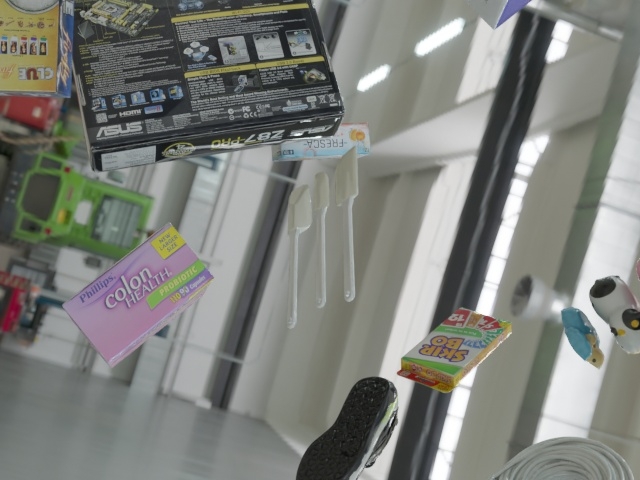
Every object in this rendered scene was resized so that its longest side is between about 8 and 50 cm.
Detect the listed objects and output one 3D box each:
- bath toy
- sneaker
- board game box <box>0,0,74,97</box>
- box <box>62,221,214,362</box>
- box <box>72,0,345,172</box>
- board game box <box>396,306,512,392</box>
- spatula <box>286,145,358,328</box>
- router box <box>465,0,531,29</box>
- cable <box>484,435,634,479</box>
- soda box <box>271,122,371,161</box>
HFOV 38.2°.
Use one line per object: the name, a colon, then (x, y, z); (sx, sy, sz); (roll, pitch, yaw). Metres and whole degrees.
bath toy: (0.585, 0.080, 1.609); (0.348, 0.129, 0.151); (-41, -115, 15)
sneaker: (0.054, 0.290, 1.267); (0.235, 0.084, 0.097); (-48, 132, -39)
board game box: (-0.390, -0.242, 0.999); (0.042, 0.243, 0.165); (-17, 110, -83)
box: (-0.304, 0.099, 1.549); (0.213, 0.117, 0.243); (-39, 179, -16)
box: (-0.190, -0.291, 1.447); (0.097, 0.394, 0.318); (120, -43, -68)
board game box: (0.271, 0.218, 1.865); (0.259, 0.124, 0.039); (-35, 129, -42)
spatula: (0.000, 0.000, 1.314); (0.168, 0.019, 0.242); (-29, -130, 40)
router box: (0.115, -0.389, 0.807); (0.082, 0.301, 0.335); (-39, 170, -13)
cable: (0.442, 0.471, 1.680); (0.257, 0.089, 0.257); (-34, -150, -23)
soda box: (0.001, -0.185, 1.733); (0.058, 0.183, 0.063); (172, -87, -69)
